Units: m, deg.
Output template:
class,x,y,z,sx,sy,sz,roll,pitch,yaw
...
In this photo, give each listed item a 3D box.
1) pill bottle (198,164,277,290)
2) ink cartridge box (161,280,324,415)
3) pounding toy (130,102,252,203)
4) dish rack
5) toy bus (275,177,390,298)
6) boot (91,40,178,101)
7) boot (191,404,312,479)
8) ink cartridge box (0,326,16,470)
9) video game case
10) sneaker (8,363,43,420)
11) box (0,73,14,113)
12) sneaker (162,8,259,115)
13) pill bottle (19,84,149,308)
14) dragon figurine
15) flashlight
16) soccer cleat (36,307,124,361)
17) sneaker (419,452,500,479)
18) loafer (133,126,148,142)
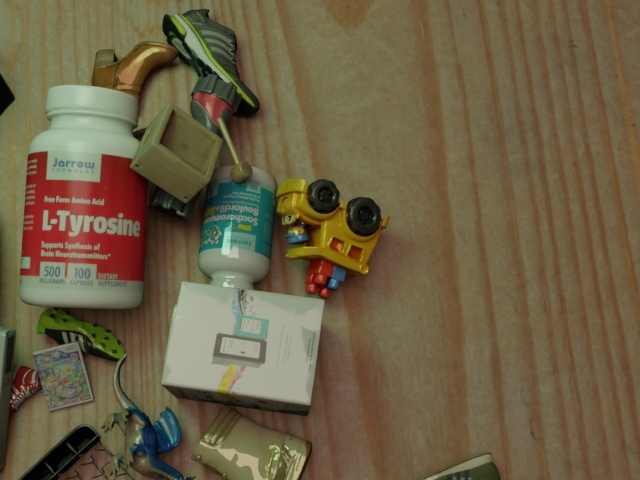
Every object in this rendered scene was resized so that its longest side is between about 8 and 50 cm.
class,x,y,z,sx,sy,sz,roll,pitch,yaw
pill bottle,-0.168,-0.009,1.588,0.146,0.146,0.264,4,71,-2
ink cartridge box,-0.141,0.209,1.489,0.270,0.198,0.197,8,72,1
pounding toy,-0.238,-0.160,1.509,0.206,0.094,0.181,34,41,-24
dish rack,-0.418,0.502,1.440,0.208,0.074,0.271,-43,79,-14
toy bus,0.000,0.000,1.575,0.220,0.149,0.211,24,78,-22
boot,-0.407,-0.353,1.735,0.197,0.073,0.152,-8,70,7
boot,-0.155,0.458,1.457,0.203,0.095,0.262,24,74,7
ink cartridge box,-0.701,0.288,1.454,0.239,0.060,0.275,6,93,-1
video game case,-0.497,0.262,1.519,0.087,0.011,0.122,-13,101,-7
sneaker,-0.576,0.302,1.515,0.067,0.042,0.118,10,69,4
box,-0.884,-0.392,1.604,0.395,0.293,0.212,34,72,9
sneaker,-0.222,-0.407,1.746,0.121,0.111,0.300,-34,81,-22
pill bottle,-0.447,-0.077,1.507,0.229,0.229,0.408,2,87,-2
dragon figurine,-0.322,0.363,1.471,0.085,0.144,0.289,-36,58,29
flashlight,-0.262,-0.191,1.615,0.103,0.103,0.304,26,74,-13
soccer cleat,-0.474,0.195,1.553,0.179,0.072,0.060,30,30,-10
sneaker,0.256,0.475,1.487,0.192,0.064,0.086,-18,68,-12
loafer,-0.395,-0.180,1.674,0.251,0.094,0.087,-15,84,-3
